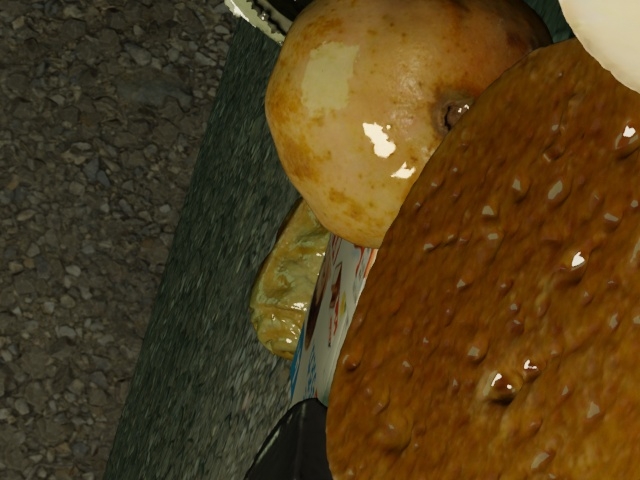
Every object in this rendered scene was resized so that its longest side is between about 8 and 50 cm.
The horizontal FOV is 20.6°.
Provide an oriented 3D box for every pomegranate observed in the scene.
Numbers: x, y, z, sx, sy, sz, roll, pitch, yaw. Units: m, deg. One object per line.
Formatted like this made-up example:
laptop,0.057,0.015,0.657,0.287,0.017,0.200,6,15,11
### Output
pomegranate,0.065,-0.088,1.178,0.207,0.207,0.207,-160,90,-79

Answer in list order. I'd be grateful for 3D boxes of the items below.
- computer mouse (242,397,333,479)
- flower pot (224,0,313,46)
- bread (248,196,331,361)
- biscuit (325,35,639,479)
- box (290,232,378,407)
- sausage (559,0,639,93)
computer mouse,-0.017,0.257,1.224,0.168,0.087,0.295,123,159,-50
flower pot,0.048,-0.297,1.532,0.259,0.290,0.290,-61,-6,-79
bread,0.000,0.000,1.651,0.232,0.088,0.128,-66,18,-8
biscuit,0.119,0.061,0.852,0.350,0.070,0.394,-64,23,7
box,0.027,0.057,1.401,0.273,0.048,0.265,-96,19,-68
sausage,0.210,-0.187,0.560,0.233,0.233,0.287,134,155,-65
